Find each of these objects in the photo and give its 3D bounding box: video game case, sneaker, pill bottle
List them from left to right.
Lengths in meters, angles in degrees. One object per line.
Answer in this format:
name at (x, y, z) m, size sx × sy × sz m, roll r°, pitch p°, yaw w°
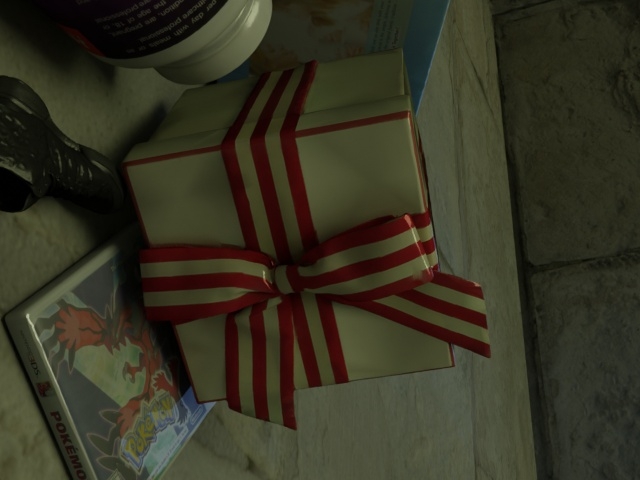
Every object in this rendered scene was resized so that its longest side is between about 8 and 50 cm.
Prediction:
sneaker at (-0.203, -0.047, 0.649) m, size 0.170 × 0.051 × 0.089 m, roll 51°, pitch 33°, yaw -43°
pill bottle at (-0.160, -0.249, 0.682) m, size 0.323 × 0.182 × 0.181 m, roll 45°, pitch 38°, yaw -57°
video game case at (-0.152, 0.098, 0.736) m, size 0.201 × 0.023 × 0.183 m, roll -53°, pitch 128°, yaw -64°

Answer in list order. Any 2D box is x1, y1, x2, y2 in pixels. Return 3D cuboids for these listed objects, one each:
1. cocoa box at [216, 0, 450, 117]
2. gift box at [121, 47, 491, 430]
cocoa box at (0.019, -0.318, 0.946) m, size 0.347 × 0.232 × 0.227 m, roll 101°, pitch -5°, yaw -56°
gift box at (0.000, 0.000, 0.814) m, size 0.258 × 0.255 × 0.276 m, roll -79°, pitch 153°, yaw -66°
